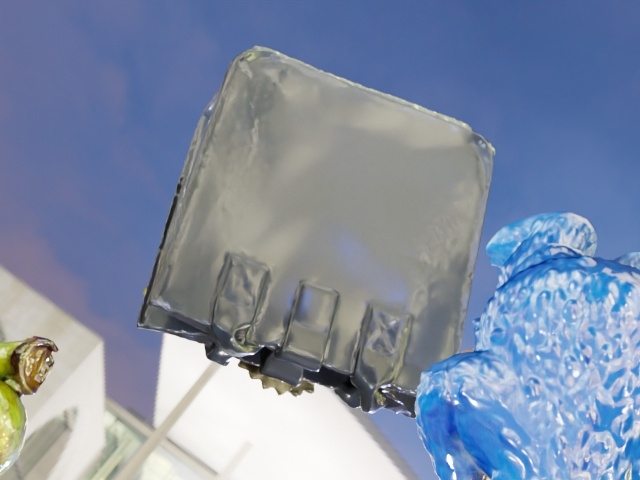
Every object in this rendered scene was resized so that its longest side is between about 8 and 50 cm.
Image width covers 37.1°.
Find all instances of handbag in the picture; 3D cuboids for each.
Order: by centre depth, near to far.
[{"bbox_3d":[0.000,0.000,0.959,0.303,0.329,0.122,19,-27,-12],"label":"handbag"}]

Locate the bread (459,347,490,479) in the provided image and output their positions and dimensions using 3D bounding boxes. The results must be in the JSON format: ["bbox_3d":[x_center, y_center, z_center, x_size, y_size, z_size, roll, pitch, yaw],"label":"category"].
[{"bbox_3d":[0.168,0.211,1.031,0.224,0.211,0.183,-43,-125,41],"label":"bread"}]

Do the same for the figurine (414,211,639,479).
[{"bbox_3d":[0.133,0.089,0.482,0.164,0.262,0.120,8,-43,-2],"label":"figurine"}]

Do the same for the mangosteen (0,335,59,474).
[{"bbox_3d":[-0.381,0.143,0.695,0.311,0.311,0.311,27,-32,19],"label":"mangosteen"}]
